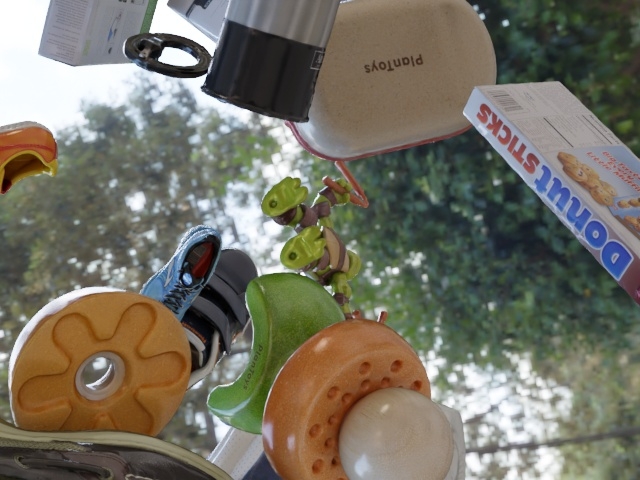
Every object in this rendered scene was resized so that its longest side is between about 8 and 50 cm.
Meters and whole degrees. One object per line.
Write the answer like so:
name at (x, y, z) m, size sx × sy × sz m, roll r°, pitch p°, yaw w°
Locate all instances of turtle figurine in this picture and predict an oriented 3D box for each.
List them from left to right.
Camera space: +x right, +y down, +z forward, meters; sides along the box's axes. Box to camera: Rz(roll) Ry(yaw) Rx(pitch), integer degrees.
turtle figurine at (0.000, 0.000, 1.325) m, size 0.217 × 0.087 × 0.270 m, roll 39°, pitch -139°, yaw -62°

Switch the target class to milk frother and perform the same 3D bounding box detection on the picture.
milk frother at (-0.061, -0.172, 0.799) m, size 0.129 × 0.143 × 0.135 m, roll -121°, pitch 47°, yaw -74°

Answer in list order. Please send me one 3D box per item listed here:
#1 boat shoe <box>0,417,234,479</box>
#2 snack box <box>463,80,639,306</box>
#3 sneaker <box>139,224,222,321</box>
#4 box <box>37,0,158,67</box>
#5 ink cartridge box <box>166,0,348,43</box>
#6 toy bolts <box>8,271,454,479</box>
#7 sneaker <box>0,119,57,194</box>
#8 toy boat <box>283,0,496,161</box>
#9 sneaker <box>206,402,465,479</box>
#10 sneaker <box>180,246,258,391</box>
boat shoe at (-0.137, 0.133, 0.529) m, size 0.223 × 0.080 × 0.073 m, roll 21°, pitch -158°, yaw -25°
snack box at (0.146, -0.019, 0.543) m, size 0.064 × 0.022 × 0.178 m, roll -7°, pitch -134°, yaw -34°
sneaker at (-0.176, 0.051, 1.358) m, size 0.063 × 0.073 × 0.162 m, roll 31°, pitch -96°, yaw -14°
box at (-0.260, -0.341, 1.401) m, size 0.322 × 0.058 × 0.232 m, roll -58°, pitch -13°, yaw -80°
ink cartridge box at (-0.038, -0.252, 1.323) m, size 0.223 × 0.129 × 0.307 m, roll 34°, pitch -175°, yaw -27°
toy bolts at (-0.053, 0.143, 0.580) m, size 0.218 × 0.158 × 0.229 m, roll 9°, pitch -77°, yaw -36°
sneaker at (-0.361, -0.076, 1.137) m, size 0.064 × 0.175 × 0.067 m, roll 79°, pitch 175°, yaw -64°
toy boat at (0.057, -0.161, 1.097) m, size 0.151 × 0.231 × 0.151 m, roll 170°, pitch 87°, yaw -72°
sneaker at (-0.016, 0.273, 0.865) m, size 0.130 × 0.236 × 0.323 m, roll 47°, pitch -132°, yaw -64°
sneaker at (-0.173, 0.120, 1.563) m, size 0.126 × 0.127 × 0.321 m, roll 36°, pitch -124°, yaw -4°
